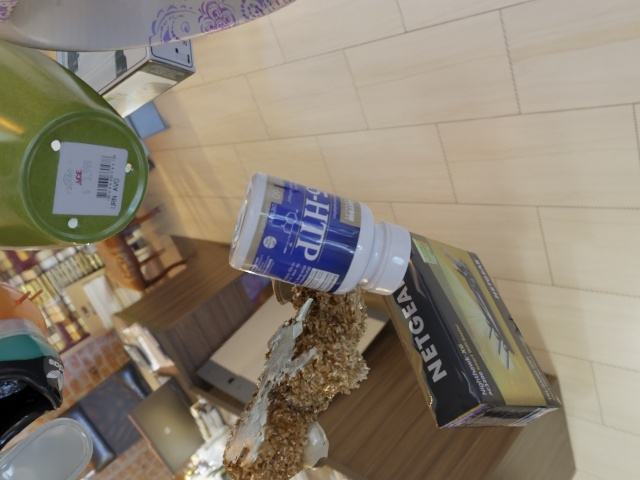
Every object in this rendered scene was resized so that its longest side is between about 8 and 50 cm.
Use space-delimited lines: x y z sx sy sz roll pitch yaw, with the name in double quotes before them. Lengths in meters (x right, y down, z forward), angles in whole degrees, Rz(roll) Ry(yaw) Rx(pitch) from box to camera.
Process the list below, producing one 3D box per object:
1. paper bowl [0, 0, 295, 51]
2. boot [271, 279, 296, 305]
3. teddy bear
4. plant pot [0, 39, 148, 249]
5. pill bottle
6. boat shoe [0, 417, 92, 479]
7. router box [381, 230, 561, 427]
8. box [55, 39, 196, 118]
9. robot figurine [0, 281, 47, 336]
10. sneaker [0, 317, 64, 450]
"paper bowl" -0.146 -0.265 0.461 0.284 0.284 0.147 0 107 50
"boot" -0.083 0.066 1.159 0.152 0.073 0.197 54 173 32
"teddy bear" -0.006 0.163 0.740 0.113 0.337 0.245 35 133 -18
"plant pot" -0.338 -0.099 0.635 0.294 0.275 0.274 18 132 36
"pill bottle" 0.000 0.000 0.632 0.187 0.111 0.112 15 147 -13
"boat shoe" -0.421 0.334 0.654 0.099 0.319 0.116 -36 90 39
"router box" 0.225 0.140 0.897 0.081 0.243 0.308 -44 50 30
"box" -0.340 -0.317 0.948 0.290 0.087 0.169 -13 80 39
"robot figurine" -0.436 0.139 0.684 0.128 0.219 0.158 34 162 33
"sneaker" -0.386 0.188 0.508 0.121 0.302 0.108 31 145 44
